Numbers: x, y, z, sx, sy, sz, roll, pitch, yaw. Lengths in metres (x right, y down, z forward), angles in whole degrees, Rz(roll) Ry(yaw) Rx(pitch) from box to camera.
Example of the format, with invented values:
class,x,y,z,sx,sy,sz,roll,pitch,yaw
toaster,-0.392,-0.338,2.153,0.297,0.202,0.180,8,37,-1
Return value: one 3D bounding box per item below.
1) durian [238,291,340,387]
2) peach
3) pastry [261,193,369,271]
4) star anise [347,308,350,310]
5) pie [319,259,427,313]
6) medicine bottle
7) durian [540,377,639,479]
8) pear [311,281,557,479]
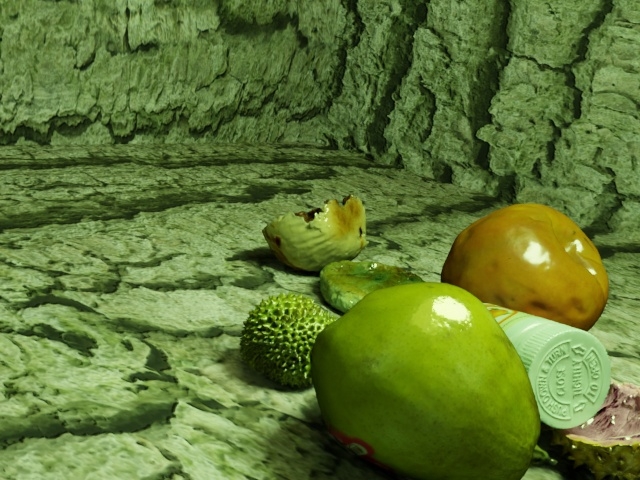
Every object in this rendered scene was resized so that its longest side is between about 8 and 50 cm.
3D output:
class,x,y,z,sx,sy,sz,roll,pitch,yaw
durian,-0.041,0.168,1.294,0.198,0.146,0.159,9,18,8
peach,0.414,0.092,1.585,0.342,0.302,0.343,26,36,-21
pastry,-0.009,0.003,1.856,0.236,0.170,0.256,-27,-11,32
star anise,0.143,0.188,1.494,0.204,0.061,0.180,18,4,5
pie,0.126,0.114,1.716,0.277,0.079,0.277,8,16,-2
medicine bottle,0.325,0.198,1.285,0.158,0.158,0.318,5,2,-20
durian,0.452,0.308,1.219,0.191,0.112,0.341,-26,12,-14
pear,0.168,0.216,1.074,0.375,0.287,0.287,32,19,7
